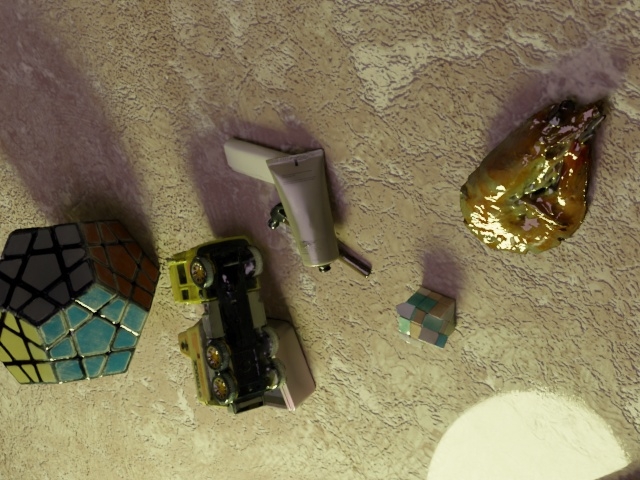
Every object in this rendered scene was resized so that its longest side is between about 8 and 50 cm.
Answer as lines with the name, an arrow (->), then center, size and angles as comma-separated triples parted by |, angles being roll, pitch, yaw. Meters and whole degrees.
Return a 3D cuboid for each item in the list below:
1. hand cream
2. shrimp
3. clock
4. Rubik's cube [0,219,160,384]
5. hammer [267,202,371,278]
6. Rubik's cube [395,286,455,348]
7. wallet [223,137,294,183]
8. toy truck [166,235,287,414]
hand cream -> -0.016, -0.039, 1.918 | 0.087, 0.054, 0.186 | -10, 110, 13
shrimp -> 0.278, -0.078, 1.640 | 0.154, 0.062, 0.294 | 32, 142, 0
clock -> -0.118, 0.201, 2.207 | 0.197, 0.063, 0.150 | 5, 125, 39
Rubik's cube -> -0.429, 0.103, 2.245 | 0.264, 0.319, 0.319 | 41, 149, 52
hammer -> 0.000, 0.000, 1.977 | 0.182, 0.017, 0.062 | 33, 138, 14
Rubik's cube -> 0.151, 0.121, 1.897 | 0.075, 0.073, 0.084 | 6, 123, 39
wallet -> -0.087, -0.113, 1.955 | 0.122, 0.025, 0.061 | 18, 139, 30
toy truck -> -0.161, 0.136, 2.083 | 0.157, 0.124, 0.272 | -8, 93, 50
